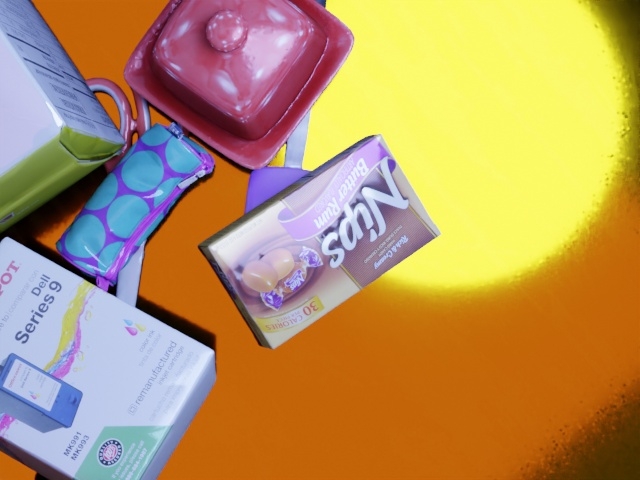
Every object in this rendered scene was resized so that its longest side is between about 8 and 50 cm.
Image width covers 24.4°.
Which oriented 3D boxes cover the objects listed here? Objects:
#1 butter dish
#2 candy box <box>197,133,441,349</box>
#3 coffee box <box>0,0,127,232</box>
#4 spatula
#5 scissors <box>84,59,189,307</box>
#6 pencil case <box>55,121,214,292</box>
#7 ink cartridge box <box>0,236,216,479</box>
[{"bbox_3d":[-0.074,-0.168,1.270,0.160,0.118,0.160,36,86,6],"label":"butter dish"},{"bbox_3d":[0.000,0.000,1.302,0.187,0.053,0.109,-33,99,-13],"label":"candy box"},{"bbox_3d":[-0.397,-0.118,1.160,0.338,0.338,0.334,-34,92,0],"label":"coffee box"},{"bbox_3d":[-0.017,-0.122,1.342,0.084,0.030,0.296,6,89,-7],"label":"spatula"},{"bbox_3d":[-0.159,-0.015,1.337,0.109,0.021,0.297,-8,89,-5],"label":"scissors"},{"bbox_3d":[-0.161,-0.032,1.296,0.070,0.064,0.151,39,89,33],"label":"pencil case"},{"bbox_3d":[-0.217,0.119,1.267,0.212,0.093,0.154,29,71,8],"label":"ink cartridge box"}]
